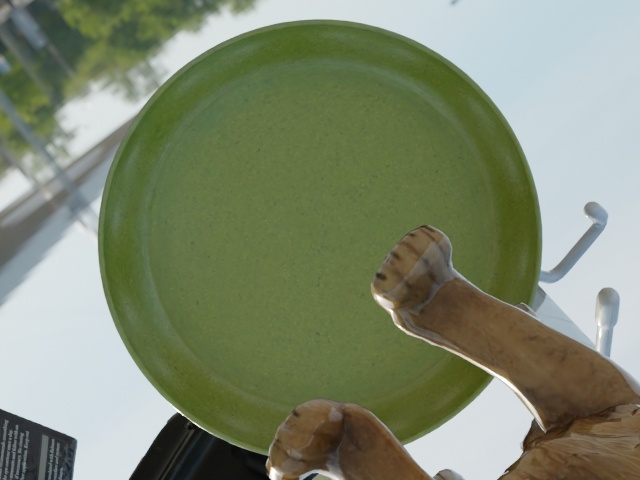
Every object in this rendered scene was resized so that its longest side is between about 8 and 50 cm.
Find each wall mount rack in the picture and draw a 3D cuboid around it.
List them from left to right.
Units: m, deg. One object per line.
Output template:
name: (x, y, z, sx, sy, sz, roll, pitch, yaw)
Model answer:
wall mount rack: (0.212, 0.044, 1.413, 0.304, 0.350, 0.130, 16, 118, -52)

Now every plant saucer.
plant saucer: (0.000, 0.000, 0.914, 0.241, 0.241, 0.037, -36, -176, 4)

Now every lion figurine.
lion figurine: (0.121, 0.124, 0.610, 0.142, 0.240, 0.392, -56, 159, 7)

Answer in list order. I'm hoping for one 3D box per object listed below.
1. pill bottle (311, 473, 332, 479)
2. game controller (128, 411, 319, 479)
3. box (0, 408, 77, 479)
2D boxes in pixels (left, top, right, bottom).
pill bottle: (0.031, 0.190, 1.011, 0.065, 0.116, 0.065, -10, -131, 12)
game controller: (-0.132, 0.296, 1.471, 0.319, 0.166, 0.067, -58, 159, -20)
box: (-0.308, 0.205, 1.357, 0.156, 0.158, 0.093, -39, -143, 37)
